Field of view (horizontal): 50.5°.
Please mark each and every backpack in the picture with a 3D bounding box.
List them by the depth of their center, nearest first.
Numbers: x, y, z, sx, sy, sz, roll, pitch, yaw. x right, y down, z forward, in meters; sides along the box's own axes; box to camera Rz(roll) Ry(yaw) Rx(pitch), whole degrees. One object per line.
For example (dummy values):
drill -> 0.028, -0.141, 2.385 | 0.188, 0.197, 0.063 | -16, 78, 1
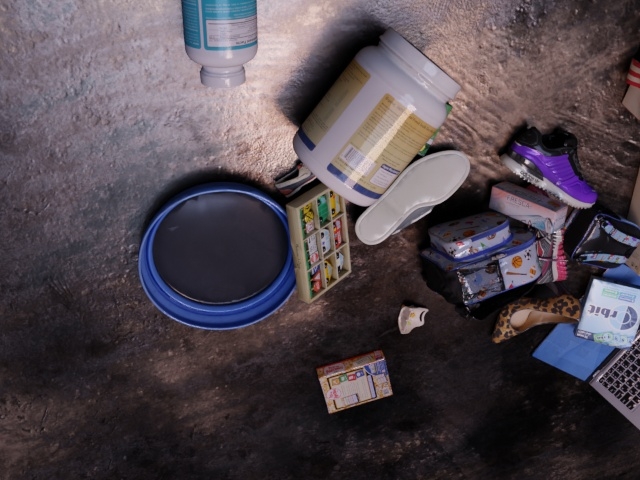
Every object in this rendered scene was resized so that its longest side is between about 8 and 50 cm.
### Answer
backpack -> 0.400, 0.042, 1.677 | 0.263, 0.276, 0.213 | -11, 109, -9
backpack -> 0.742, -0.009, 1.785 | 0.173, 0.117, 0.158 | 14, 116, -19

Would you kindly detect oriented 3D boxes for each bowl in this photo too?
bowl -> -0.235, 0.037, 1.624 | 0.391, 0.077, 0.391 | -5, 121, -9

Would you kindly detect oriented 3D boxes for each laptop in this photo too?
laptop -> 0.918, 0.332, 1.964 | 0.236, 0.408, 0.382 | 4, 126, -54

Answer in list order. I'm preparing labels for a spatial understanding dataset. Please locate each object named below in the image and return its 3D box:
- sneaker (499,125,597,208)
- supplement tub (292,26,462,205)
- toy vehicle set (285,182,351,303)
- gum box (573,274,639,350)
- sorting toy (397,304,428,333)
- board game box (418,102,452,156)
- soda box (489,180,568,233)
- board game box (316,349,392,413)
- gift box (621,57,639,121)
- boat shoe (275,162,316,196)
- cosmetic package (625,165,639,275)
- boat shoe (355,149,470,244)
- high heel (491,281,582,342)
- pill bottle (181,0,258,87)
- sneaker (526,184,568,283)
sneaker -> 0.593, -0.186, 1.658 | 0.293, 0.102, 0.146 | 23, 112, -23
supplement tub -> 0.116, -0.255, 1.406 | 0.228, 0.228, 0.316 | 31, 110, -26
toy vehicle set -> 0.000, 0.000, 1.620 | 0.166, 0.035, 0.267 | -36, 132, -38
gum box -> 0.822, 0.204, 1.920 | 0.156, 0.041, 0.185 | 14, 109, 9
sorting toy -> 0.257, 0.209, 1.855 | 0.075, 0.045, 0.083 | 3, 119, -22
board game box -> 0.160, -0.298, 1.542 | 0.259, 0.030, 0.136 | 20, 112, -22
soda box -> 0.503, -0.083, 1.652 | 0.058, 0.183, 0.063 | -23, 127, -35
board game box -> 0.098, 0.402, 1.929 | 0.193, 0.045, 0.147 | -16, 122, -3
gift box -> 0.860, -0.370, 1.526 | 0.258, 0.255, 0.276 | -3, 126, -13
boat shoe -> -0.043, -0.155, 1.571 | 0.137, 0.049, 0.043 | -36, 119, 15
cosmetic package -> 0.916, -0.069, 1.793 | 0.160, 0.113, 0.310 | -7, 122, -8
boat shoe -> 0.219, -0.105, 1.645 | 0.319, 0.099, 0.116 | -38, 85, 4
high heel -> 0.585, 0.227, 1.848 | 0.093, 0.186, 0.261 | 32, 109, -26
pill bottle -> -0.195, -0.437, 1.313 | 0.146, 0.146, 0.264 | -4, 121, -10
sneaker -> 0.563, -0.006, 1.749 | 0.112, 0.121, 0.299 | -13, 119, 9
